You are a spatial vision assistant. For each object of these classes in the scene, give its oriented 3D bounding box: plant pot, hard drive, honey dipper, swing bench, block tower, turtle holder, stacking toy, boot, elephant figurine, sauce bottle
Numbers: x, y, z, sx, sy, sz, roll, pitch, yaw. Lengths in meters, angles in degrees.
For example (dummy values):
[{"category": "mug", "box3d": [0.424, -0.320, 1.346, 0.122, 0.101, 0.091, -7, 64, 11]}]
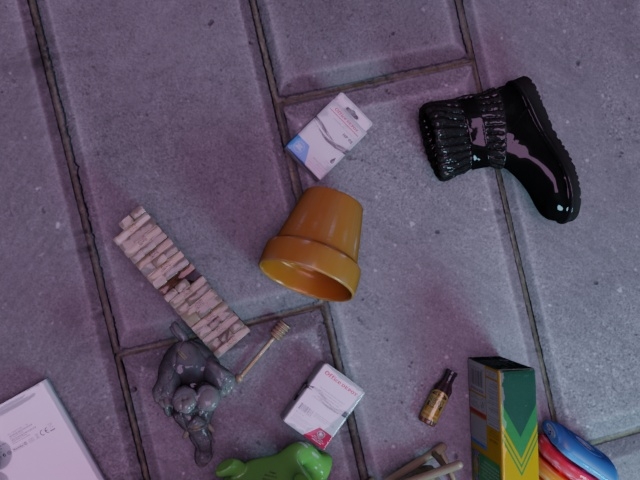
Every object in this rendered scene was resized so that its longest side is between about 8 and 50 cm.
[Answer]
[{"category": "plant pot", "box3d": [0.000, 0.000, 1.877, 0.205, 0.205, 0.187, 22, 71, -7]}, {"category": "hard drive", "box3d": [-0.569, 0.462, 1.858, 0.203, 0.040, 0.307, -29, 94, -7]}, {"category": "honey dipper", "box3d": [-0.126, 0.236, 1.932, 0.030, 0.030, 0.160, 41, 88, -6]}, {"category": "swing bench", "box3d": [0.212, 0.603, 1.910, 0.255, 0.165, 0.253, -24, 94, -5]}, {"category": "block tower", "box3d": [-0.288, 0.085, 1.877, 0.091, 0.097, 0.335, -41, 93, -6]}, {"category": "turtle holder", "box3d": [-0.102, 0.552, 1.827, 0.244, 0.320, 0.227, -13, 129, 11]}, {"category": "stacking toy", "box3d": [0.476, 0.552, 1.969, 0.166, 0.175, 0.301, 34, 99, -6]}, {"category": "boot", "box3d": [0.374, -0.163, 1.950, 0.260, 0.131, 0.347, -21, 82, -15]}, {"category": "elephant figurine", "box3d": [-0.264, 0.319, 1.861, 0.169, 0.239, 0.186, 24, 60, 8]}, {"category": "sauce bottle", "box3d": [0.255, 0.337, 1.978, 0.042, 0.042, 0.128, 26, 85, -7]}]

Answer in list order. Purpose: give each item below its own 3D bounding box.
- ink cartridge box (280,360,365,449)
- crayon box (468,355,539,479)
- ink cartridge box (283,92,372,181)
[{"category": "ink cartridge box", "box3d": [0.004, 0.344, 1.930, 0.109, 0.063, 0.150, 37, 84, -6]}, {"category": "crayon box", "box3d": [0.380, 0.414, 1.914, 0.083, 0.203, 0.322, -1, 90, -8]}, {"category": "ink cartridge box", "box3d": [0.022, -0.223, 1.938, 0.104, 0.060, 0.180, 45, 84, -5]}]
